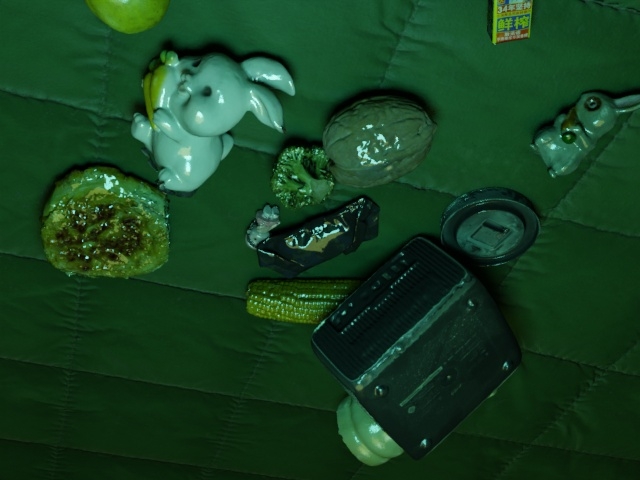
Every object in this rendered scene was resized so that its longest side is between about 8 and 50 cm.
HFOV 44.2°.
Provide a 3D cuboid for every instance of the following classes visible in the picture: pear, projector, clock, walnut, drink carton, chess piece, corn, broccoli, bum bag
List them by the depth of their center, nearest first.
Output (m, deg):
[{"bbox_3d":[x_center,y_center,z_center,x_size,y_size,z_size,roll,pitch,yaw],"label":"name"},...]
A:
[{"bbox_3d":[-0.323,-0.427,1.304,0.149,0.149,0.162,-7,140,8],"label":"pear"},{"bbox_3d":[0.328,-0.428,1.364,0.071,0.056,0.166,-10,137,0],"label":"drink carton"},{"bbox_3d":[0.117,-0.198,1.545,0.230,0.178,0.178,-14,136,7],"label":"walnut"},{"bbox_3d":[-0.036,-0.136,1.637,0.146,0.138,0.162,-26,126,-19],"label":"broccoli"},{"bbox_3d":[0.387,-0.030,1.810,0.226,0.049,0.226,1,138,1],"label":"clock"},{"bbox_3d":[0.000,0.000,1.815,0.310,0.074,0.137,-23,131,11],"label":"bum bag"},{"bbox_3d":[0.239,0.262,1.874,0.395,0.242,0.405,-41,132,-5],"label":"projector"},{"bbox_3d":[-0.009,0.151,1.963,0.363,0.120,0.120,2,138,3],"label":"corn"},{"bbox_3d":[0.276,0.447,2.208,0.442,0.234,0.234,-36,127,29],"label":"chess piece"}]

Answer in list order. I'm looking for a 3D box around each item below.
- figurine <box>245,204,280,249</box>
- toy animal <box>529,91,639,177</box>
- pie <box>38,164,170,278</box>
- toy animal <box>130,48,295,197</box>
[{"bbox_3d":[-0.128,-0.030,1.814,0.072,0.054,0.129,5,132,-27],"label":"figurine"},{"bbox_3d":[0.524,-0.231,1.565,0.236,0.138,0.108,-44,84,12],"label":"toy animal"},{"bbox_3d":[-0.486,-0.022,1.785,0.288,0.103,0.355,1,136,-10],"label":"pie"},{"bbox_3d":[-0.217,-0.237,1.495,0.247,0.183,0.310,22,129,-29],"label":"toy animal"}]
